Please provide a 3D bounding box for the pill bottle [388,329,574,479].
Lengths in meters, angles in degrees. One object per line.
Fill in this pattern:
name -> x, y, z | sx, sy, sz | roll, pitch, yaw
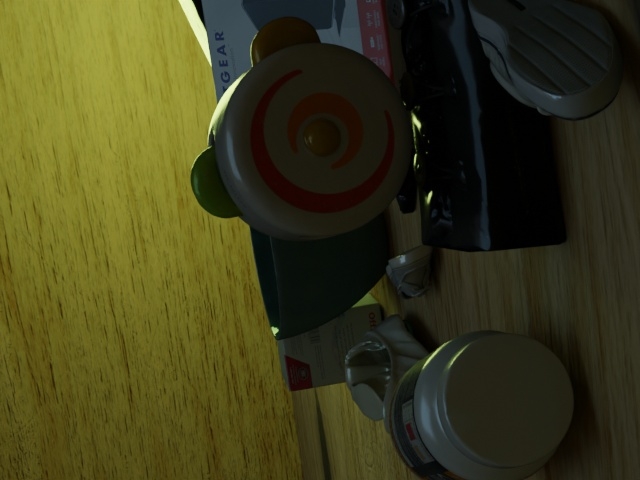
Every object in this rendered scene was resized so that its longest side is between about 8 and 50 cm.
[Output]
pill bottle -> 0.168, 0.181, 1.602 | 0.278, 0.162, 0.162 | 118, 142, -78

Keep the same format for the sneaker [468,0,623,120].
sneaker -> 0.203, -0.152, 1.303 | 0.091, 0.094, 0.258 | 61, -175, -28

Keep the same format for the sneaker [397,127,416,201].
sneaker -> 0.105, -0.167, 2.041 | 0.098, 0.083, 0.223 | 22, 116, 33

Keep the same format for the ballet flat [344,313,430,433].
ballet flat -> 0.100, 0.195, 2.204 | 0.400, 0.139, 0.139 | -136, 37, -77

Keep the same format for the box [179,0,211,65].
box -> -0.120, -0.375, 2.604 | 0.312, 0.179, 0.343 | 63, 176, -14

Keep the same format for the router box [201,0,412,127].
router box -> -0.016, -0.310, 1.959 | 0.301, 0.082, 0.335 | 2, 107, 38

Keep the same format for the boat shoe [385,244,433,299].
boat shoe -> 0.127, 0.048, 2.098 | 0.063, 0.066, 0.184 | 65, 167, 7

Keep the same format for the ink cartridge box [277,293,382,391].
ink cartridge box -> 0.018, 0.171, 2.592 | 0.127, 0.176, 0.128 | -134, 35, -80

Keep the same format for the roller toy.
roller toy -> -0.010, -0.099, 1.513 | 0.209, 0.191, 0.146 | -67, 11, -7

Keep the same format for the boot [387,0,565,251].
boot -> 0.124, -0.219, 1.586 | 0.367, 0.146, 0.445 | -134, 31, -79

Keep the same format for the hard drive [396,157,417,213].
hard drive -> 0.109, -0.117, 2.151 | 0.094, 0.022, 0.135 | 91, 167, -50

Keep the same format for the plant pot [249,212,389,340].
plant pot -> 0.000, 0.000, 2.433 | 0.290, 0.195, 0.290 | 170, 90, -82
